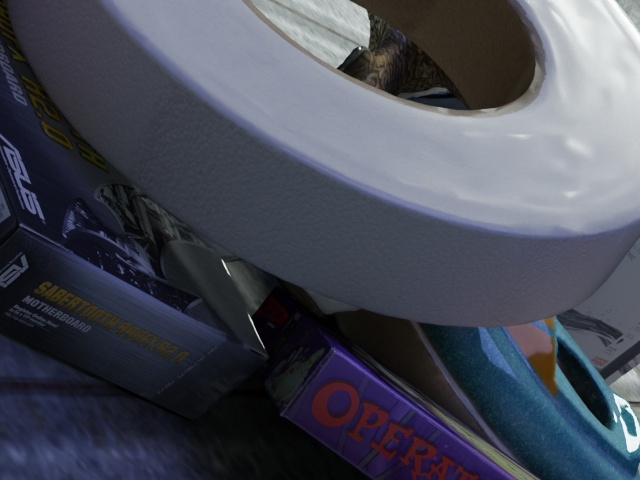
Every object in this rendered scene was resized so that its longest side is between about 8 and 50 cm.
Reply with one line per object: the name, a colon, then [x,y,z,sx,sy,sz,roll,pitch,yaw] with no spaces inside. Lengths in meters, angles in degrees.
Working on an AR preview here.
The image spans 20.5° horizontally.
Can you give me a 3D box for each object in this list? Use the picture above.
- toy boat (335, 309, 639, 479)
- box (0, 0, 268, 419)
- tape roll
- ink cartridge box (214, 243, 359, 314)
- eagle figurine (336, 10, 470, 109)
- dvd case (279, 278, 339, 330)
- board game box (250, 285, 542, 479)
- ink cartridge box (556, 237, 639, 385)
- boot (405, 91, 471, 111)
toy boat: [0.122,0.051,1.190,0.267,0.148,0.318,46,19,-25]
box: [-0.136,-0.035,0.885,0.183,0.056,0.231,32,23,-47]
tape roll: [0.018,-0.115,0.975,0.392,0.072,0.392,20,36,-15]
ink cartridge box: [0.000,0.000,1.024,0.145,0.045,0.179,-6,38,-40]
eagle figurine: [0.072,-0.132,1.255,0.225,0.226,0.298,35,34,-32]
dvd case: [-0.022,-0.021,1.253,0.221,0.018,0.164,56,16,23]
board game box: [0.113,0.154,0.949,0.347,0.056,0.208,37,4,-12]
ink cartridge box: [0.202,0.033,1.374,0.158,0.218,0.092,35,25,-43]
boot: [0.129,-0.052,1.478,0.246,0.094,0.207,5,32,-24]
